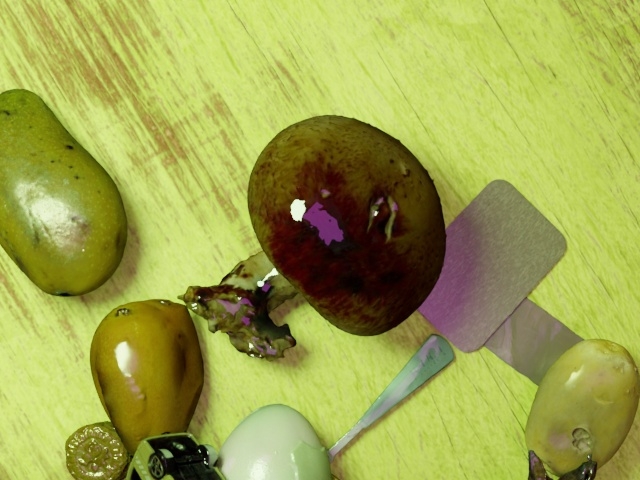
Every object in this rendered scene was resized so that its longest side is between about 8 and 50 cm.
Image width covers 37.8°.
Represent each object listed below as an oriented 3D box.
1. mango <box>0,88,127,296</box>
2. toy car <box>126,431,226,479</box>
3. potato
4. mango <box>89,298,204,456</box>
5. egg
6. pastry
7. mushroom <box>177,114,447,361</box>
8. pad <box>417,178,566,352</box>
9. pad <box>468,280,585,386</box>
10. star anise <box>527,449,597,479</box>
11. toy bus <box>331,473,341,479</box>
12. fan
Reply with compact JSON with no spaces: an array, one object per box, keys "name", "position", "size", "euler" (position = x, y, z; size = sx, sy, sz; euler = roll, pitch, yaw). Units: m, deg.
[{"name":"mango","position":[-0.411,-0.073,1.385],"size":[0.329,0.175,0.176],"euler":[56,37,-1]},{"name":"toy car","position":[-0.167,0.383,1.280],"size":[0.101,0.257,0.124],"euler":[3,123,-46]},{"name":"potato","position":[0.421,0.269,1.492],"size":[0.150,0.146,0.234],"euler":[31,102,25]},{"name":"mango","position":[-0.264,0.211,1.387],"size":[0.136,0.166,0.236],"euler":[-12,99,19]},{"name":"egg","position":[-0.075,0.352,1.396],"size":[0.183,0.183,0.217],"euler":[3,68,-8]},{"name":"pastry","position":[-0.334,0.324,1.423],"size":[0.109,0.057,0.097],"euler":[24,89,-4]},{"name":"mushroom","position":[0.020,0.008,1.430],"size":[0.331,0.356,0.334],"euler":[31,45,-3]},{"name":"pad","position":[0.272,0.041,1.550],"size":[0.176,0.002,0.266],"euler":[44,82,-2]},{"name":"pad","position":[0.350,0.166,1.554],"size":[0.187,0.006,0.113],"euler":[37,83,-4]},{"name":"star anise","position":[0.349,0.446,1.448],"size":[0.271,0.102,0.272],"euler":[-3,117,-6]},{"name":"toy bus","position":[0.008,0.421,1.465],"size":[0.058,0.052,0.102],"euler":[37,81,-5]},{"name":"fan","position":[0.102,0.256,1.506],"size":[0.282,0.023,0.057],"euler":[-40,94,-10]}]
